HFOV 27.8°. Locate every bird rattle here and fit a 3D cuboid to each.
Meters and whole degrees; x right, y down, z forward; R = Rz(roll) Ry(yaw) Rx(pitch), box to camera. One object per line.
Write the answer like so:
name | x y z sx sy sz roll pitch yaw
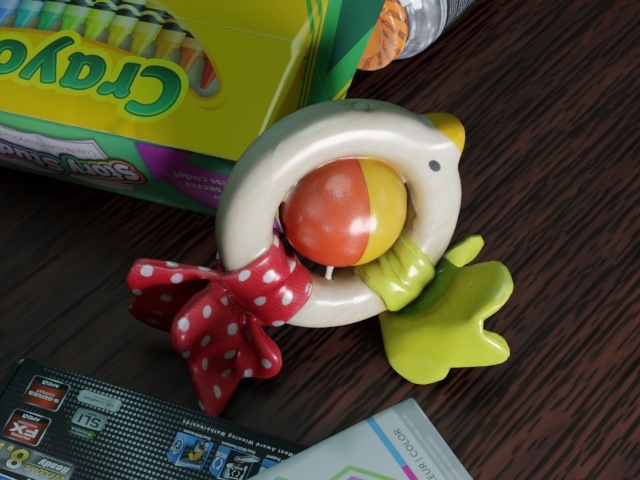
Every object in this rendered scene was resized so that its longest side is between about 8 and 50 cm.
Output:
bird rattle | 0.000 0.000 0.853 0.254 0.207 0.143 2 30 -13

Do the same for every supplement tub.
supplement tub | 0.080 -0.233 1.105 0.117 0.117 0.190 29 53 21

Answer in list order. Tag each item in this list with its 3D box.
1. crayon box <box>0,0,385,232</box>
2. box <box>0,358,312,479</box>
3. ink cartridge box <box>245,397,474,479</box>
crayon box | -0.144 -0.195 0.993 0.363 0.106 0.313 13 63 20
box | -0.102 0.201 0.751 0.270 0.060 0.216 16 49 11
ink cartridge box | -0.010 0.181 0.692 0.209 0.062 0.109 -23 55 -21
